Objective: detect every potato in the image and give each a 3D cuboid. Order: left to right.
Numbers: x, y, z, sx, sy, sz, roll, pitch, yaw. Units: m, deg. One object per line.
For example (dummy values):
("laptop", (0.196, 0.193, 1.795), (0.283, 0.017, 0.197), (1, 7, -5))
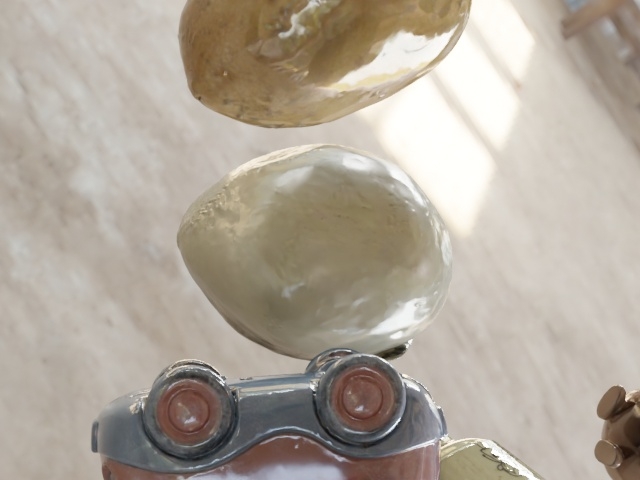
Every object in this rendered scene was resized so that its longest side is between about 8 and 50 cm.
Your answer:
("potato", (0.000, -0.108, 0.811), (0.112, 0.147, 0.112), (166, -90, -72))

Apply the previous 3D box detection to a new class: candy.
("candy", (0.000, 0.000, 1.703), (0.295, 0.185, 0.295), (16, 21, -7))

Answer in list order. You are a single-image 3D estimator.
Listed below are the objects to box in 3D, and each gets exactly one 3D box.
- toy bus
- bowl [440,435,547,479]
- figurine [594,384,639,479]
("toy bus", (-0.038, 0.210, 1.422), (0.197, 0.294, 0.232), (162, -76, -84))
("bowl", (0.120, 0.288, 1.778), (0.126, 0.238, 0.237), (52, 16, 21))
("figurine", (0.360, 0.217, 1.836), (0.138, 0.125, 0.125), (20, 34, -17))
